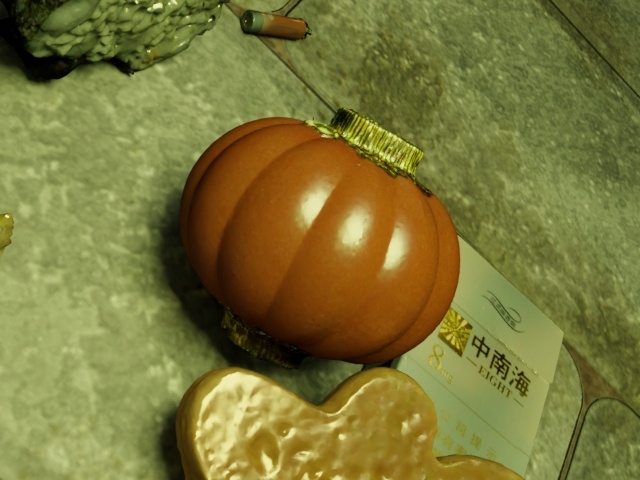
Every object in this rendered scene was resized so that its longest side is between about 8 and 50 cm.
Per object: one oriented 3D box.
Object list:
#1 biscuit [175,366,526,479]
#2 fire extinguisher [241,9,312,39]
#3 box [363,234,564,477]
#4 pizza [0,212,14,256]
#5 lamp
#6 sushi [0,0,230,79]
[{"bbox_3d":[0.037,0.232,0.674,0.355,0.052,0.275,24,71,-19],"label":"biscuit"},{"bbox_3d":[-0.040,-0.214,0.938,0.083,0.022,0.028,-2,36,-40],"label":"fire extinguisher"},{"bbox_3d":[0.118,0.129,0.830,0.155,0.067,0.243,41,47,-14],"label":"box"},{"bbox_3d":[-0.323,-0.007,0.386,0.440,0.130,0.406,14,15,-30],"label":"pizza"},{"bbox_3d":[0.000,0.000,0.720,0.223,0.196,0.223,29,8,-4],"label":"lamp"},{"bbox_3d":[-0.176,-0.204,0.754,0.115,0.147,0.212,53,27,7],"label":"sushi"}]
